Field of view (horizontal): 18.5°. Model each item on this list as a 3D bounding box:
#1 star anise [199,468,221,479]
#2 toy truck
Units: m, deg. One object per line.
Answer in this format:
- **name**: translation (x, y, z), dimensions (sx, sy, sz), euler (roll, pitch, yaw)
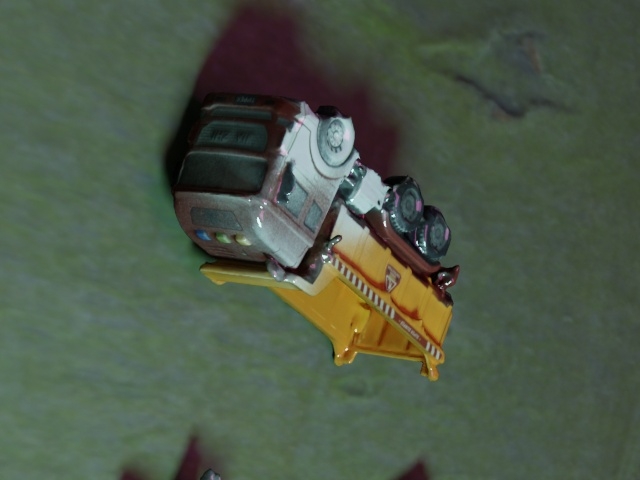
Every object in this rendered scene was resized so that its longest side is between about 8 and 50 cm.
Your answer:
- **star anise**: translation (-0.101, 0.271, 1.425), dimensions (0.182, 0.065, 0.195), euler (-53, 141, -21)
- **toy truck**: translation (0.000, 0.000, 1.455), dimensions (0.270, 0.114, 0.135), euler (42, 61, -47)
